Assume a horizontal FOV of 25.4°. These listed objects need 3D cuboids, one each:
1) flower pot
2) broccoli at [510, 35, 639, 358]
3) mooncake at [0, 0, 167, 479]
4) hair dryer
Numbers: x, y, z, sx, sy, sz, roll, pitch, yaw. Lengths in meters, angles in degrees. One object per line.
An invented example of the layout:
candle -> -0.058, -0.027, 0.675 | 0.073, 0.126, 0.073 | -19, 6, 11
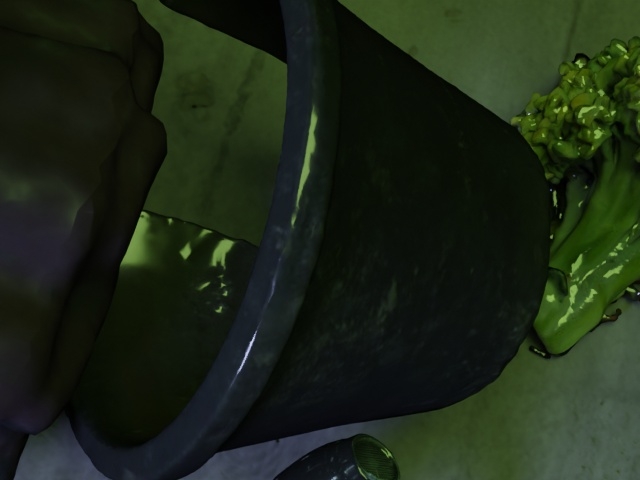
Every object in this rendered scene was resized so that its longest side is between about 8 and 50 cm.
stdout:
flower pot -> 0.000, 0.000, 0.971 | 0.251, 0.379, 0.379 | 15, 67, -28
broccoli -> 0.260, -0.043, 1.109 | 0.242, 0.180, 0.273 | 40, 68, 2
mooncake -> -0.232, -0.004, 0.883 | 0.212, 0.381, 0.350 | 17, 71, -16
hair dryer -> 0.034, 0.217, 1.011 | 0.219, 0.195, 0.075 | 16, 40, -39
